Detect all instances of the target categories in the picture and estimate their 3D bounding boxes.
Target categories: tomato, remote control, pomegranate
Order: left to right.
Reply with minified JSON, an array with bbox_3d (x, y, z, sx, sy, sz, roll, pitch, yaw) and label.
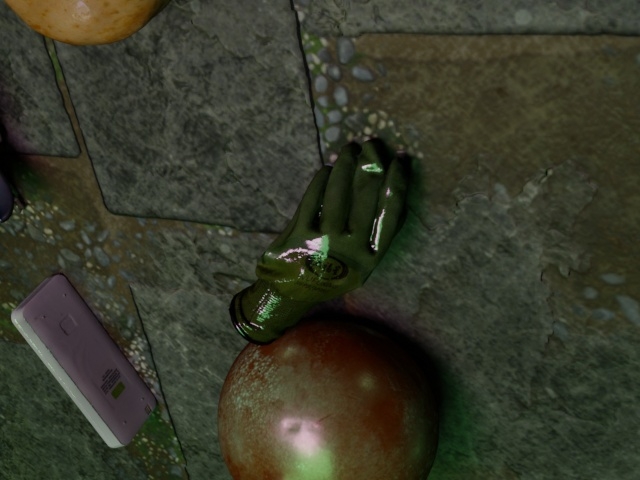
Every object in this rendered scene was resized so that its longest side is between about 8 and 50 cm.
[{"bbox_3d":[-0.218,-0.286,0.898,0.207,0.207,0.207,14,129,18],"label":"pomegranate"},{"bbox_3d":[-0.327,0.170,1.356,0.034,0.103,0.250,-19,114,34],"label":"remote control"},{"bbox_3d":[0.001,0.230,1.147,0.270,0.223,0.270,12,126,16],"label":"tomato"}]

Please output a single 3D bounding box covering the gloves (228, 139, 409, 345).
[{"bbox_3d":[0.003,0.012,1.044,0.268,0.135,0.107,-53,46,22],"label":"gloves"}]

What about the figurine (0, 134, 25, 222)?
[{"bbox_3d":[-0.479,-0.112,1.194,0.175,0.197,0.265,-23,108,11],"label":"figurine"}]
